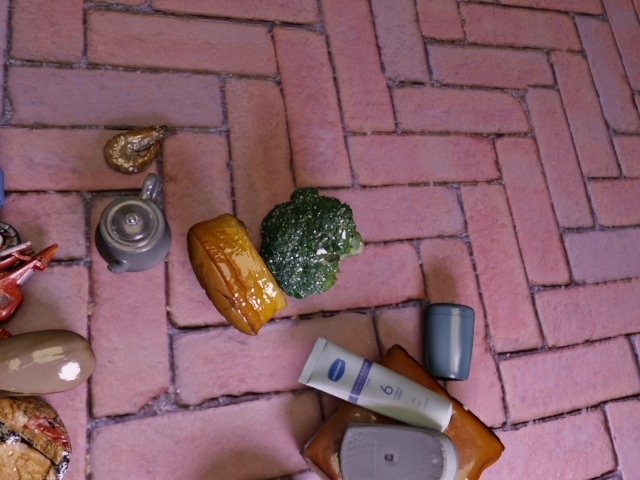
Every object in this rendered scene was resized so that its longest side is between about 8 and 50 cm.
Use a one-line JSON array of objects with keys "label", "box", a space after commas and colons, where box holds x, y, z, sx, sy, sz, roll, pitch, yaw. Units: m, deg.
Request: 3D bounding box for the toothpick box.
[{"label": "toothpick box", "box": [0.317, 0.252, 1.235, 0.120, 0.120, 0.184, 10, 73, -15]}]

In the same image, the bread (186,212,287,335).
[{"label": "bread", "box": [-0.187, 0.073, 1.075, 0.143, 0.195, 0.269, -34, 95, -14]}]

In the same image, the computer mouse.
[{"label": "computer mouse", "box": [0.149, 0.423, 0.974, 0.231, 0.079, 0.127, 1, 66, 16]}]

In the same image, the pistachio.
[{"label": "pistachio", "box": [-0.537, 0.235, 0.948, 0.206, 0.129, 0.131, -7, 45, -23]}]

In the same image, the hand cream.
[{"label": "hand cream", "box": [0.119, 0.312, 1.056, 0.321, 0.067, 0.109, 20, 60, 15]}]

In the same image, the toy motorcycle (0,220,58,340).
[{"label": "toy motorcycle", "box": [-0.653, 0.109, 0.974, 0.171, 0.089, 0.298, 24, 67, -11]}]

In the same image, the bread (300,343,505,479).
[{"label": "bread", "box": [0.175, 0.452, 1.082, 0.324, 0.143, 0.333, 40, 64, 15]}]

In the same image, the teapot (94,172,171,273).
[{"label": "teapot", "box": [-0.398, -0.036, 1.070, 0.163, 0.149, 0.239, 22, 69, -10]}]

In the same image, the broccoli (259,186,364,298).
[{"label": "broccoli", "box": [0.000, 0.000, 1.162, 0.269, 0.269, 0.254, -6, 81, -20]}]

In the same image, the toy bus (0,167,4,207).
[{"label": "toy bus", "box": [-0.721, -0.147, 1.014, 0.134, 0.116, 0.233, -4, 74, -23]}]

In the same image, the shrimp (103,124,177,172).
[{"label": "shrimp", "box": [-0.417, -0.221, 1.177, 0.180, 0.041, 0.099, -31, 86, -24]}]

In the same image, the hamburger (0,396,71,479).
[{"label": "hamburger", "box": [-0.569, 0.397, 0.909, 0.231, 0.107, 0.230, 4, 77, -18]}]
